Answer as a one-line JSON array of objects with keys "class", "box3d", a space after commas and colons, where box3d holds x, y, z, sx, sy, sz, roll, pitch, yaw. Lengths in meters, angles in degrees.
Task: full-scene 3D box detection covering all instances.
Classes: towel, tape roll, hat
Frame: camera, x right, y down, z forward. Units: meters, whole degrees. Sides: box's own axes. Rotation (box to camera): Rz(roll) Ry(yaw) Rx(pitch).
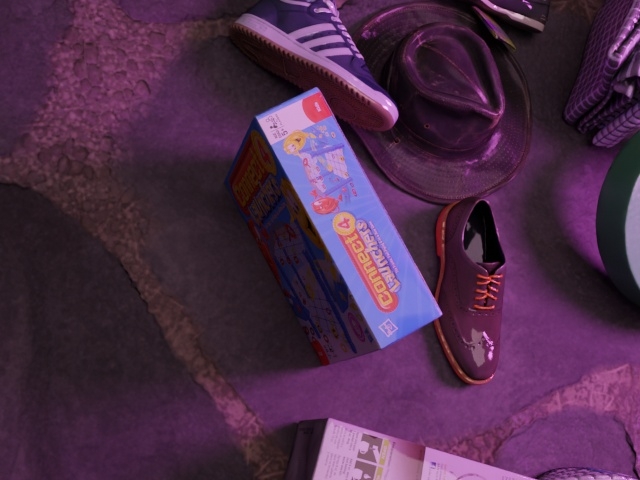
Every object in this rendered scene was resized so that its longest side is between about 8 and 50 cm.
[{"class": "towel", "box3d": [0.270, -0.330, 1.468, 0.060, 0.009, 0.083, 15, 37, -49]}, {"class": "towel", "box3d": [0.483, -0.306, 1.433, 0.121, 0.235, 0.283, 28, 72, -3]}, {"class": "tape roll", "box3d": [0.571, -0.036, 1.418, 0.321, 0.077, 0.321, -3, 101, -17]}, {"class": "hat", "box3d": [0.195, -0.227, 1.396, 0.331, 0.134, 0.331, 3, 77, -14]}]

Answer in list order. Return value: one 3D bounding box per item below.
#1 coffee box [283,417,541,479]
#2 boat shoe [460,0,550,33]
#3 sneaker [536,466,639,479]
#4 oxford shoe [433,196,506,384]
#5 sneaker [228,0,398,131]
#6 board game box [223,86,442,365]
[{"class": "coffee box", "box3d": [0.113, 0.329, 1.238, 0.297, 0.168, 0.119, 18, 75, -9]}, {"class": "boat shoe", "box3d": [0.268, -0.392, 1.473, 0.206, 0.075, 0.065, 22, 95, -17]}, {"class": "sneaker", "box3d": [0.441, 0.399, 1.340, 0.297, 0.111, 0.129, 17, 80, -9]}, {"class": "oxford shoe", "box3d": [0.219, 0.071, 1.353, 0.097, 0.098, 0.271, -4, 82, -16]}, {"class": "sneaker", "box3d": [0.022, -0.281, 1.356, 0.282, 0.099, 0.153, 34, 69, 15]}, {"class": "board game box", "box3d": [0.000, 0.000, 1.207, 0.086, 0.308, 0.302, -28, 85, -16]}]
